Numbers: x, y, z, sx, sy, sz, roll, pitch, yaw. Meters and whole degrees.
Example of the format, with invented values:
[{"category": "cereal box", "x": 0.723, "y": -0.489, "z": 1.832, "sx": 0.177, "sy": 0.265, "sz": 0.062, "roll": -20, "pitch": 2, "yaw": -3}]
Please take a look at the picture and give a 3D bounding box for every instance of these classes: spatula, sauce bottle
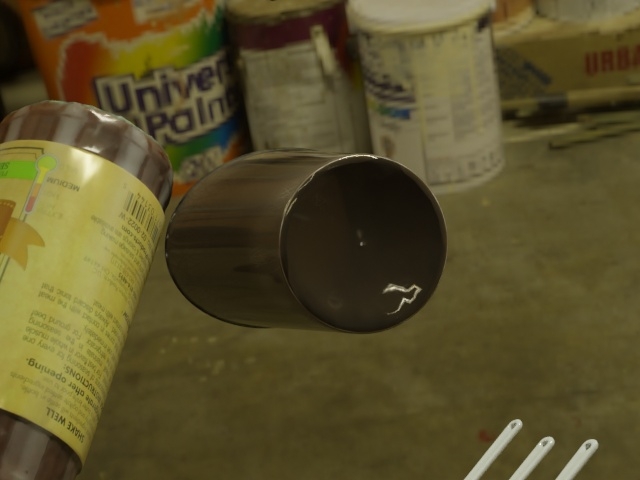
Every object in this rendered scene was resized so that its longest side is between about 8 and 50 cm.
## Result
[{"category": "spatula", "x": 0.160, "y": 0.275, "z": 1.304, "sx": 0.242, "sy": 0.019, "sz": 0.168, "roll": -48, "pitch": 23, "yaw": -18}, {"category": "sauce bottle", "x": -0.168, "y": 0.088, "z": 0.662, "sx": 0.111, "sy": 0.111, "sz": 0.344, "roll": 1, "pitch": 55, "yaw": 19}]

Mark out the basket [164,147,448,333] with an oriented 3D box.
[{"category": "basket", "x": 0.000, "y": 0.000, "z": 1.020, "sx": 0.204, "sy": 0.154, "sz": 0.227, "roll": -10, "pitch": 4, "yaw": -17}]
